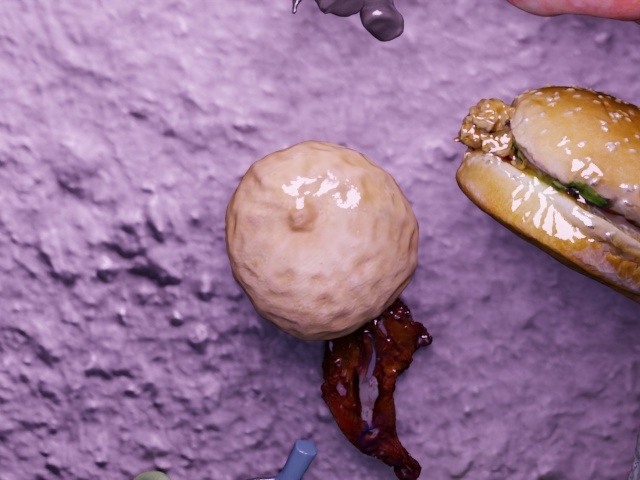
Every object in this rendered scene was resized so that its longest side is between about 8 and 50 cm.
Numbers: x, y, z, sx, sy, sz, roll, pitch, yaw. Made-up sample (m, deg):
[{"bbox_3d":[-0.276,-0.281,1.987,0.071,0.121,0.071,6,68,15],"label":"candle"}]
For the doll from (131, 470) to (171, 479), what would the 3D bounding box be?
[{"bbox_3d":[-0.195,0.300,1.209,0.322,0.198,0.186,-18,145,0],"label":"doll"}]

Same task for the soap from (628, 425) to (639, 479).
[{"bbox_3d":[0.339,0.295,1.184,0.156,0.446,0.261,5,159,0],"label":"soap"}]

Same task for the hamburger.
[{"bbox_3d":[0.201,-0.039,1.063,0.215,0.189,0.122,24,106,-18],"label":"hamburger"}]

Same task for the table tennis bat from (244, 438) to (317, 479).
[{"bbox_3d":[-0.043,0.235,1.293,0.100,0.019,0.155,18,119,-15],"label":"table tennis bat"}]

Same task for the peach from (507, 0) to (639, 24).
[{"bbox_3d":[0.192,-0.219,0.989,0.152,0.152,0.152,-3,122,-5],"label":"peach"}]

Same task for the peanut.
[{"bbox_3d":[0.000,0.000,1.100,0.140,0.109,0.159,-38,124,-1],"label":"peanut"}]

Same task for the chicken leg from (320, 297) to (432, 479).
[{"bbox_3d":[0.046,0.123,1.222,0.093,0.053,0.205,-9,127,-19],"label":"chicken leg"}]

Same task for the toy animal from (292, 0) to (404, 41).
[{"bbox_3d":[0.061,-0.240,0.939,0.245,0.146,0.114,-31,139,15],"label":"toy animal"}]
